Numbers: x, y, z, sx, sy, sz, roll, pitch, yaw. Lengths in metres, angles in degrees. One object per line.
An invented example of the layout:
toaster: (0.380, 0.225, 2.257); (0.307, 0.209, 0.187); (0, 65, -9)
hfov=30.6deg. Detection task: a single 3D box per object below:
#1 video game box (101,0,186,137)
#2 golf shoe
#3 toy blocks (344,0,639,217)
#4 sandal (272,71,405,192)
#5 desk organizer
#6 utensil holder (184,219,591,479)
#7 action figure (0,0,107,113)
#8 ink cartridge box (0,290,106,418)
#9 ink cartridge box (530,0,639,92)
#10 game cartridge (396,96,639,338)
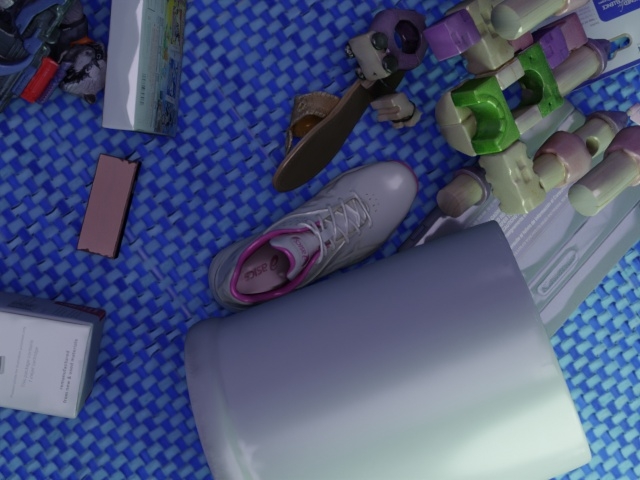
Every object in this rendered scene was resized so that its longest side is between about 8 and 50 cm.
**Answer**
video game box: (-0.210, -0.232, 1.421); (0.048, 0.187, 0.205); (6, 93, 10)
golf shoe: (0.000, 0.000, 1.483); (0.306, 0.140, 0.115); (-34, 95, -4)
toy blocks: (0.259, -0.202, 1.423); (0.260, 0.309, 0.288); (-37, 109, -31)
sandal: (0.003, -0.167, 1.517); (0.240, 0.088, 0.079); (-45, 65, -8)
desk organizer: (-0.271, -0.044, 1.498); (0.050, 0.047, 0.130); (14, 92, -4)
utensil holder: (0.081, 0.184, 1.371); (0.385, 0.327, 0.327); (-21, 96, 7)
action figure: (-0.359, -0.309, 1.394); (0.341, 0.178, 0.330); (-30, 108, 40)
ink cartridge box: (-0.415, 0.121, 1.413); (0.283, 0.207, 0.117); (10, 91, -6)
ink cartridge box: (0.310, -0.387, 1.526); (0.176, 0.069, 0.371); (-23, 93, -5)
game cartridge: (0.265, 0.001, 1.551); (0.230, 0.068, 0.355); (43, 89, -3)
